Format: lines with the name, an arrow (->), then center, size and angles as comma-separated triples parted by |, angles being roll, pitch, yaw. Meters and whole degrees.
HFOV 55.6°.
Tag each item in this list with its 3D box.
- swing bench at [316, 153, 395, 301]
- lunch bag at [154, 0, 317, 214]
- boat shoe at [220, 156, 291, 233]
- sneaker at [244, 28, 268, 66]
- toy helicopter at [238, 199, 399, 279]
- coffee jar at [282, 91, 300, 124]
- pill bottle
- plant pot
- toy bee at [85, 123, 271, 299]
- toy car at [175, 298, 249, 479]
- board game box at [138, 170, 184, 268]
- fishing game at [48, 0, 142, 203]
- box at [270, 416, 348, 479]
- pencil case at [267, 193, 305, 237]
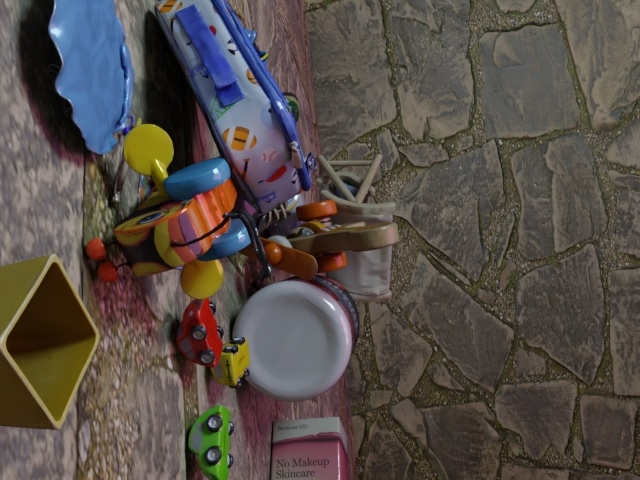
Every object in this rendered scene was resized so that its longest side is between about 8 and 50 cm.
swing bench -> 0.075, -0.031, 1.397 | 0.255, 0.165, 0.253 | -92, 180, -56
lunch bag -> -0.114, -0.194, 0.839 | 0.303, 0.115, 0.243 | 60, -5, 24
boat shoe -> -0.119, -0.081, 1.009 | 0.355, 0.130, 0.132 | -81, 164, -63
sneaker -> -0.141, -0.337, 1.246 | 0.209, 0.082, 0.069 | 78, 8, -51
toy helicopter -> 0.000, 0.000, 1.096 | 0.355, 0.235, 0.140 | -5, -84, 59
coffee jar -> -0.100, -0.288, 1.460 | 0.184, 0.096, 0.079 | -86, 171, -51
pill bottle -> -0.030, 0.172, 1.198 | 0.363, 0.210, 0.210 | -3, 87, -83
plant pot -> -0.206, 0.067, 0.389 | 0.081, 0.083, 0.081 | -85, 167, -52
toy bee -> -0.160, -0.026, 0.636 | 0.298, 0.162, 0.195 | 161, -91, -83
toy car -> -0.151, 0.214, 0.835 | 0.239, 0.053, 0.225 | 69, 17, -62
board game box -> -0.189, -0.031, 0.804 | 0.168, 0.033, 0.133 | 29, 55, -81
fishing game -> -0.229, -0.178, 0.597 | 0.264, 0.041, 0.189 | 88, 1, -56
box -> -0.020, 0.500, 1.254 | 0.127, 0.148, 0.232 | 74, 12, -50
pencil case -> -0.079, -0.053, 1.365 | 0.273, 0.113, 0.124 | 70, 4, -66
